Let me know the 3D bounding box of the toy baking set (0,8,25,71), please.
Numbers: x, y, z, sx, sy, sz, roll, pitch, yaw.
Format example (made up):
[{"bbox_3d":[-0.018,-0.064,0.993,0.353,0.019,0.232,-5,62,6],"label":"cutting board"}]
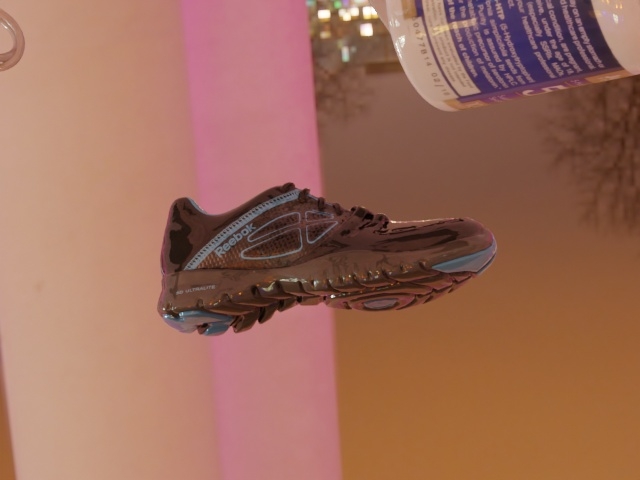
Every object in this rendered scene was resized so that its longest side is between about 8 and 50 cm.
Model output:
[{"bbox_3d":[-0.293,-0.215,0.963,0.196,0.256,0.030,22,151,-10],"label":"toy baking set"}]

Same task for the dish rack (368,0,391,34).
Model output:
[{"bbox_3d":[0.183,-0.321,1.233,0.332,0.286,0.072,-35,151,10],"label":"dish rack"}]

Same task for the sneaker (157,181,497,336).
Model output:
[{"bbox_3d":[0.000,0.000,1.295,0.340,0.140,0.125,-7,159,8],"label":"sneaker"}]

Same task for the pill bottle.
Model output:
[{"bbox_3d":[0.141,-0.141,0.730,0.186,0.112,0.112,-9,-174,33],"label":"pill bottle"}]
